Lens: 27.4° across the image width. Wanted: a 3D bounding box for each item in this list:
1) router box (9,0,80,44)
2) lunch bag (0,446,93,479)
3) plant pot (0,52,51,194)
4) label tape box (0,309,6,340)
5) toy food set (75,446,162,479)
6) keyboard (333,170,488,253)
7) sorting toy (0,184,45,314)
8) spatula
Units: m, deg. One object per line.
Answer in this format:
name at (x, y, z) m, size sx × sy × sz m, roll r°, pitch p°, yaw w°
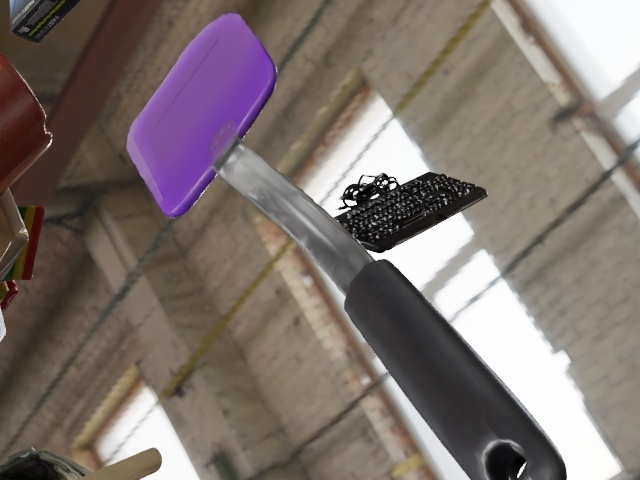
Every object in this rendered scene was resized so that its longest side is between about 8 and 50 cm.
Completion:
router box at (-0.287, -0.283, 1.407) m, size 0.038 × 0.092 × 0.122 m, roll 19°, pitch -42°, yaw -39°
lunch bag at (-0.209, 0.346, 1.310) m, size 0.169 × 0.287 × 0.235 m, roll -28°, pitch -23°, yaw -5°
plant pot at (-0.493, -0.113, 1.609) m, size 0.265 × 0.272 × 0.272 m, roll -43°, pitch -14°, yaw -24°
label tape box at (-0.380, 0.080, 1.236) m, size 0.106 × 0.333 × 0.240 m, roll -9°, pitch 15°, yaw 1°
toy food set at (-0.156, 0.288, 1.161) m, size 0.132 × 0.192 × 0.038 m, roll -18°, pitch -31°, yaw -29°
keyboard at (0.065, -0.039, 1.153) m, size 0.192 × 0.100 × 0.038 m, roll -26°, pitch -57°, yaw -53°
sorting toy at (-0.483, -0.023, 1.846) m, size 0.089 × 0.257 × 0.255 m, roll 0°, pitch -39°, yaw -43°
spatula at (0.000, 0.000, 0.506) m, size 0.030 × 0.296 × 0.084 m, roll 23°, pitch -71°, yaw -48°
